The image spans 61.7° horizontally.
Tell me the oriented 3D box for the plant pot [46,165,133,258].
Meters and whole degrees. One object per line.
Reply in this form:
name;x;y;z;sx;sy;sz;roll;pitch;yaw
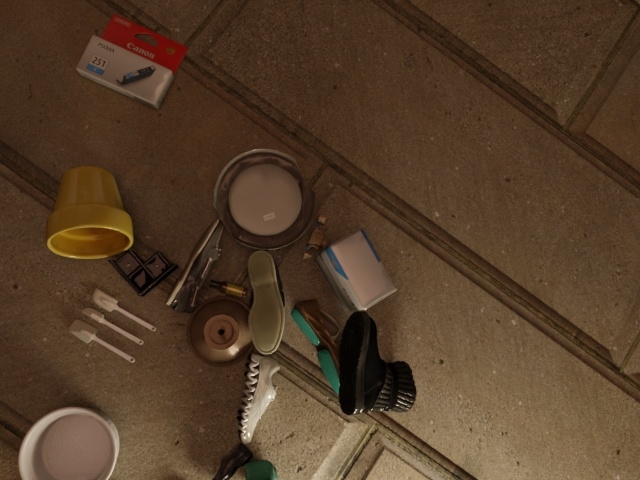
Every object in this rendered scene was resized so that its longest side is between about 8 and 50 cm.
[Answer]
plant pot;-0.741;-0.095;1.719;0.254;0.254;0.239;-10;68;-9

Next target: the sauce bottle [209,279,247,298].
sauce bottle;-0.316;0.163;1.831;0.128;0.042;0.042;18;81;-7

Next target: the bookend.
bookend;-0.588;0.079;1.791;0.157;0.072;0.156;-41;89;-11

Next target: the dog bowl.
dog bowl;-0.191;-0.135;1.856;0.349;0.102;0.348;1;83;-7

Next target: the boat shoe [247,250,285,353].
boat shoe;-0.178;0.209;1.809;0.127;0.113;0.340;-13;78;9

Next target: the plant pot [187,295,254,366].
plant pot;-0.327;0.303;1.778;0.237;0.110;0.237;1;84;-7

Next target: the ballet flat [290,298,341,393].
ballet flat;0.029;0.348;1.832;0.124;0.116;0.342;-27;83;-29

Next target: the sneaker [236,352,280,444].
sneaker;-0.206;0.527;1.772;0.118;0.110;0.292;12;82;-15

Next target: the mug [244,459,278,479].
mug;-0.184;0.780;1.711;0.097;0.158;0.129;-6;108;-14

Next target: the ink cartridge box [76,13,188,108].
ink cartridge box;-0.654;-0.640;1.879;0.296;0.066;0.261;23;81;-4

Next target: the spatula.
spatula;-0.688;0.291;1.781;0.242;0.019;0.168;32;74;-3

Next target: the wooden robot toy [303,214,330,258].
wooden robot toy;0.000;0.000;1.874;0.079;0.076;0.173;22;66;-3

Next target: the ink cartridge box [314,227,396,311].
ink cartridge box;0.105;0.105;1.759;0.129;0.307;0.223;-30;87;-12

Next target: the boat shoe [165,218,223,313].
boat shoe;-0.400;0.088;1.805;0.095;0.112;0.335;31;85;-20

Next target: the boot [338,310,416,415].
boot;0.198;0.404;1.774;0.260;0.131;0.347;4;94;-30

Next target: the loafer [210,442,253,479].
loafer;-0.302;0.740;1.757;0.170;0.062;0.061;-39;67;-14

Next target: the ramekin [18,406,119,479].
ramekin;-0.761;0.650;1.657;0.277;0.135;0.277;2;80;-9
